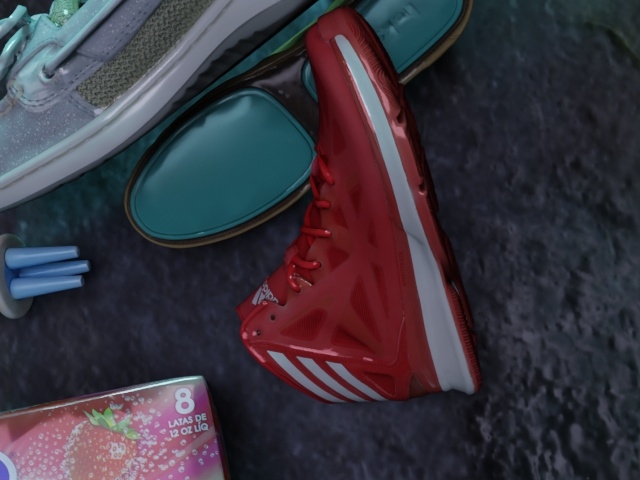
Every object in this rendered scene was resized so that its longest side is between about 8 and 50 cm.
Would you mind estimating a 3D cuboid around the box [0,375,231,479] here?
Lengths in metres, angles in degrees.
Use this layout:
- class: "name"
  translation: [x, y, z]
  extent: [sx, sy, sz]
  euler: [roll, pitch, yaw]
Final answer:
- class: "box"
  translation: [-0.172, 0.152, 0.458]
  extent: [0.257, 0.128, 0.122]
  euler: [-11, 82, -8]

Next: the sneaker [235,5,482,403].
- class: "sneaker"
  translation: [0.000, 0.000, 0.471]
  extent: [0.128, 0.087, 0.221]
  euler: [-16, 108, 11]

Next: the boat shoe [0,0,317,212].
- class: "boat shoe"
  translation: [-0.082, -0.125, 0.455]
  extent: [0.320, 0.118, 0.103]
  euler: [-33, 102, 23]

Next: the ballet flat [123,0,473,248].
- class: "ballet flat"
  translation: [-0.011, -0.077, 0.519]
  extent: [0.232, 0.073, 0.080]
  euler: [-36, 101, 6]

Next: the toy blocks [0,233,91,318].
- class: "toy blocks"
  translation: [-0.218, -0.010, 0.550]
  extent: [0.148, 0.054, 0.123]
  euler: [-7, 81, 6]
